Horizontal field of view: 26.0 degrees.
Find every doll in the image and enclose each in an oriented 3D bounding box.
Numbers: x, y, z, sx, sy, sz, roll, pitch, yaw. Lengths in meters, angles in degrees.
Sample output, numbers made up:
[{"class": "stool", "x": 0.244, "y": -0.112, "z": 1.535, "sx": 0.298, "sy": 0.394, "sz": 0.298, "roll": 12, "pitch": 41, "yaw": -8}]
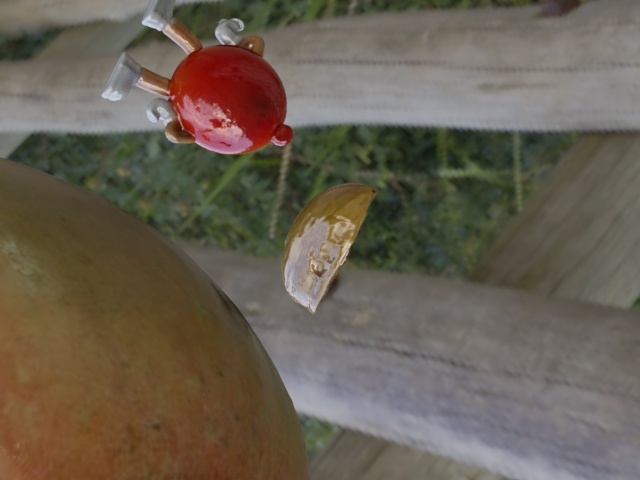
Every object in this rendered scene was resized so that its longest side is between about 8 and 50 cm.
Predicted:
[{"class": "doll", "x": -0.123, "y": -0.179, "z": 1.589, "sx": 0.217, "sy": 0.183, "sz": 0.085, "roll": 28, "pitch": 159, "yaw": -8}]

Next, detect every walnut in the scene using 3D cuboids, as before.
[{"class": "walnut", "x": 0.000, "y": 0.000, "z": 1.106, "sx": 0.052, "sy": 0.091, "sz": 0.121, "roll": 26, "pitch": 116, "yaw": 1}]

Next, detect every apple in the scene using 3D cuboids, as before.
[{"class": "apple", "x": -0.189, "y": 0.121, "z": 0.708, "sx": 0.305, "sy": 0.338, "sz": 0.338, "roll": 42, "pitch": 162, "yaw": 36}]
